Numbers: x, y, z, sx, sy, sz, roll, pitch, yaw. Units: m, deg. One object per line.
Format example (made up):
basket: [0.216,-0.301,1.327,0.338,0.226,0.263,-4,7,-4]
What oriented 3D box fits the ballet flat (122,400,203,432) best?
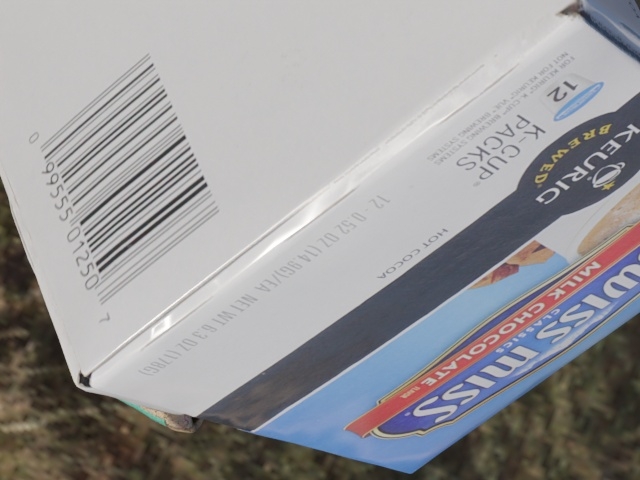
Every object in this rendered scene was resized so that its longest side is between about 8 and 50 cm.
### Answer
ballet flat: [0.000,0.000,1.146,0.316,0.106,0.107,-44,155,-7]

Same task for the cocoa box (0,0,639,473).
cocoa box: [-0.002,-0.116,0.780,0.231,0.347,0.228,-37,148,20]
